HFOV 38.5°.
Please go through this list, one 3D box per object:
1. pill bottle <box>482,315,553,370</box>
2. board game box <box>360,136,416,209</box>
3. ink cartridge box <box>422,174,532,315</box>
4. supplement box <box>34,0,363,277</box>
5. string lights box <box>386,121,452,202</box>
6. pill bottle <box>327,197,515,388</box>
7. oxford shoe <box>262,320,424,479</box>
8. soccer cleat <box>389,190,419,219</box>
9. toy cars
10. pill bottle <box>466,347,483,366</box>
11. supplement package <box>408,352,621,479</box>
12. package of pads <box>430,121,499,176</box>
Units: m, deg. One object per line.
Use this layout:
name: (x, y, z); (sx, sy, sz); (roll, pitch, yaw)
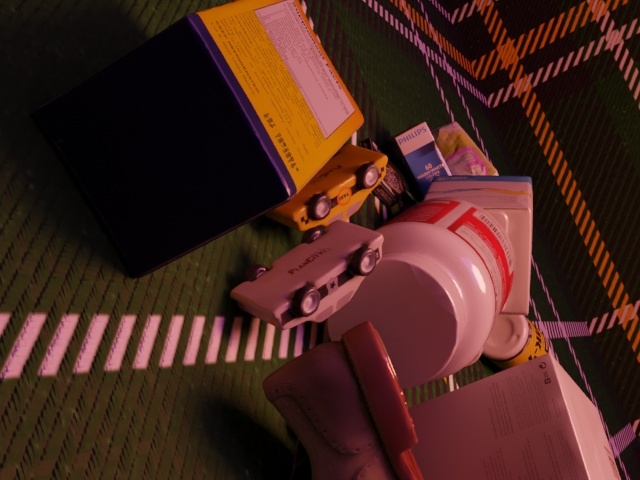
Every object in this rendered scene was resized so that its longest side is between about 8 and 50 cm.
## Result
pill bottle: (0.418, 0.225, 1.957); (0.208, 0.119, 0.119); (37, 33, -50)
board game box: (0.142, -0.105, 1.815); (0.186, 0.026, 0.126); (43, 30, -45)
ink cartridge box: (0.295, 0.001, 1.714); (0.270, 0.197, 0.198); (-51, 141, -70)
supplement box: (-0.109, -0.135, 1.014); (0.194, 0.195, 0.356); (60, 22, -10)
string lights box: (0.236, -0.115, 1.929); (0.260, 0.076, 0.133); (62, -1, -6)
pill bottle: (0.152, 0.072, 1.347); (0.229, 0.229, 0.407); (64, 21, -1)
oxford shoe: (0.042, 0.272, 1.023); (0.140, 0.146, 0.397); (-115, -173, -64)
soccer cleat: (0.152, -0.027, 1.695); (0.072, 0.060, 0.179); (51, 29, -19)
toy cars: (0.000, 0.000, 1.181); (0.394, 0.176, 0.087); (-81, 162, -57)
pill bottle: (0.262, 0.161, 1.692); (0.094, 0.094, 0.169); (61, 21, -7)
supplement package: (0.248, 0.320, 1.236); (0.198, 0.262, 0.199); (44, 29, -43)
package of pads: (0.339, -0.117, 2.081); (0.297, 0.101, 0.229); (-111, 175, -58)
